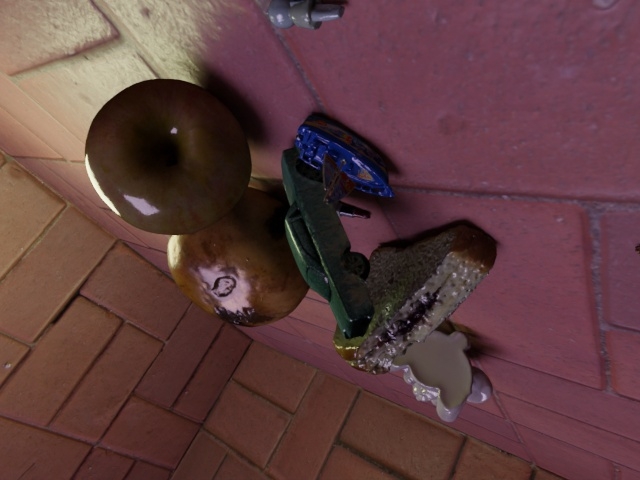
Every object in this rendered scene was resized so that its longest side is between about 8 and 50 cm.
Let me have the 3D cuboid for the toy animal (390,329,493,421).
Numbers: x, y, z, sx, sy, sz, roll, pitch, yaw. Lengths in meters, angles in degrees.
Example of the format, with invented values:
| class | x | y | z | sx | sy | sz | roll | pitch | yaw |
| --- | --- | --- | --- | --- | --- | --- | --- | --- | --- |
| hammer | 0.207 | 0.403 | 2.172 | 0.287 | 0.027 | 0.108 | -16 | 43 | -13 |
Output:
| class | x | y | z | sx | sy | sz | roll | pitch | yaw |
| --- | --- | --- | --- | --- | --- | --- | --- | --- | --- |
| toy animal | 0.314 | 0.335 | 1.169 | 0.272 | 0.206 | 0.265 | 36 | 173 | 30 |

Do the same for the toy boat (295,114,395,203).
| class | x | y | z | sx | sy | sz | roll | pitch | yaw |
| --- | --- | --- | --- | --- | --- | --- | --- | --- | --- |
| toy boat | 0.029 | -0.099 | 0.666 | 0.175 | 0.110 | 0.091 | 29 | 159 | -1 |

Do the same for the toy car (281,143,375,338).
| class | x | y | z | sx | sy | sz | roll | pitch | yaw |
| --- | --- | --- | --- | --- | --- | --- | --- | --- | --- |
| toy car | 0.000 | 0.000 | 0.734 | 0.141 | 0.097 | 0.320 | 90 | 159 | -66 |

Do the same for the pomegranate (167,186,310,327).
| class | x | y | z | sx | sy | sz | roll | pitch | yaw |
| --- | --- | --- | --- | --- | --- | --- | --- | --- | --- |
| pomegranate | -0.165 | 0.035 | 0.983 | 0.322 | 0.322 | 0.322 | 26 | 158 | 11 |

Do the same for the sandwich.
| class | x | y | z | sx | sy | sz | roll | pitch | yaw |
| --- | --- | --- | --- | --- | --- | --- | --- | --- | --- |
| sandwich | 0.152 | 0.112 | 0.785 | 0.100 | 0.254 | 0.288 | 35 | 156 | -16 |

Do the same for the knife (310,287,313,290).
| class | x | y | z | sx | sy | sz | roll | pitch | yaw |
| --- | --- | --- | --- | --- | --- | --- | --- | --- | --- |
| knife | -0.060 | 0.130 | 1.405 | 0.222 | 0.021 | 0.045 | 18 | 155 | 38 |

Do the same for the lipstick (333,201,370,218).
| class | x | y | z | sx | sy | sz | roll | pitch | yaw |
| --- | --- | --- | --- | --- | --- | --- | --- | --- | --- |
| lipstick | 0.045 | -0.056 | 0.856 | 0.107 | 0.025 | 0.025 | 15 | 154 | 24 |

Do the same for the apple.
| class | x | y | z | sx | sy | sz | roll | pitch | yaw |
| --- | --- | --- | --- | --- | --- | --- | --- | --- | --- |
| apple | -0.248 | -0.135 | 0.760 | 0.257 | 0.256 | 0.234 | 35 | 175 | -11 |

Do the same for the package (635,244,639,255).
| class | x | y | z | sx | sy | sz | roll | pitch | yaw |
| --- | --- | --- | --- | --- | --- | --- | --- | --- | --- |
| package | 0.453 | 0.031 | 0.513 | 0.121 | 0.031 | 0.108 | 36 | 158 | 0 |

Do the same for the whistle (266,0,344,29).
| class | x | y | z | sx | sy | sz | roll | pitch | yaw |
| --- | --- | --- | --- | --- | --- | --- | --- | --- | --- |
| whistle | -0.019 | -0.251 | 0.493 | 0.100 | 0.035 | 0.035 | 16 | 155 | 29 |
